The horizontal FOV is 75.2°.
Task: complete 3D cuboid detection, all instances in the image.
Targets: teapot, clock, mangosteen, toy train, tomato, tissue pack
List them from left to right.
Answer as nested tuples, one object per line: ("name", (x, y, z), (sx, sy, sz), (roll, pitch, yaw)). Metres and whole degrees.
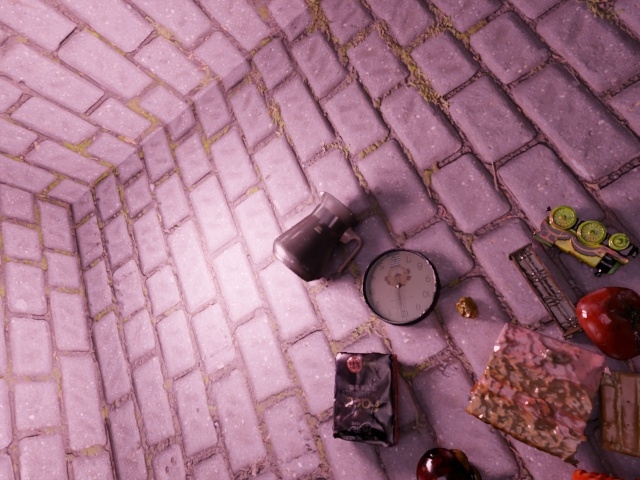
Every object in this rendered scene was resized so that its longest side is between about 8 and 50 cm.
("teapot", (0.000, 0.000, 1.751), (0.300, 0.253, 0.344), (40, 91, -4))
("tissue pack", (0.172, 0.583, 1.556), (0.244, 0.123, 0.333), (-5, 74, 28))
("clock", (0.309, 0.178, 1.634), (0.312, 0.061, 0.313), (-8, 72, 24))
("mangosteen", (0.410, 0.773, 1.347), (0.209, 0.210, 0.210), (-7, 73, 25))
("toy train", (0.872, 0.000, 1.383), (0.296, 0.100, 0.161), (36, 101, 29))
("tomato", (0.905, 0.235, 1.250), (0.227, 0.101, 0.228), (4, 66, -8))

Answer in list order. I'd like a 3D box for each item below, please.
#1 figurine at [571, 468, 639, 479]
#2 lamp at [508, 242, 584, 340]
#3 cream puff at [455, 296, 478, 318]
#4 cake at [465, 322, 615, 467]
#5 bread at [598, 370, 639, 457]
("figurine", (0.875, 0.811, 1.109), (0.412, 0.241, 0.306), (51, 125, 10))
("lamp", (0.761, 0.168, 1.397), (0.089, 0.090, 0.326), (-32, 63, 16))
("cream puff", (0.532, 0.248, 1.510), (0.083, 0.083, 0.058), (33, 133, 18))
("cake", (0.643, 0.448, 1.268), (0.314, 0.293, 0.307), (20, 80, 25))
("bread", (0.939, 0.503, 1.202), (0.239, 0.111, 0.246), (3, 77, 26))
